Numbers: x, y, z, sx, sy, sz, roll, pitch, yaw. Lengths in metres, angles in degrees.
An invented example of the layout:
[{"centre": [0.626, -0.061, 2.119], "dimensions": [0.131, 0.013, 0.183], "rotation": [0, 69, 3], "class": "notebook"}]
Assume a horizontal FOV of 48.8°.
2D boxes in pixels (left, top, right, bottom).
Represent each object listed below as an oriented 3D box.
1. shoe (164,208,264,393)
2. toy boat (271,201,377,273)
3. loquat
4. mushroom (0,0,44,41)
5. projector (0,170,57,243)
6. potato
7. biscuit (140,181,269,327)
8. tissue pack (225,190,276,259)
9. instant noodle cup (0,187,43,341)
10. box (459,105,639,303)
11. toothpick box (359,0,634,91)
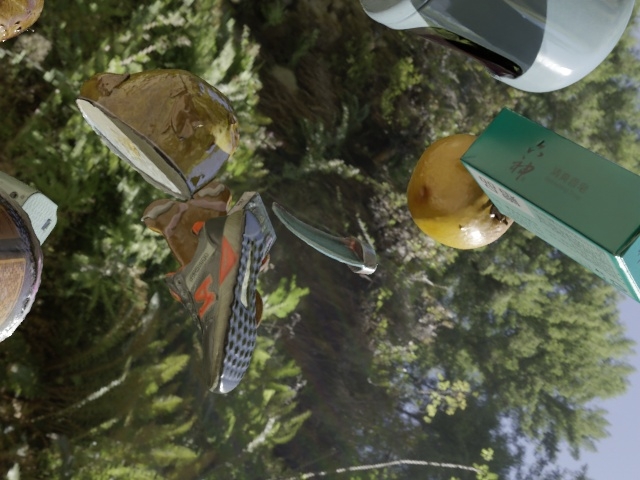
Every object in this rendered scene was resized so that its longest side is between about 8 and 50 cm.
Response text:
[{"centre": [-0.211, 0.105, 1.292], "dimensions": [0.171, 0.132, 0.336], "rotation": [1, -104, 17], "class": "shoe"}, {"centre": [-0.001, 0.000, 0.780], "dimensions": [0.034, 0.122, 0.096], "rotation": [-64, -160, 10], "class": "toy boat"}, {"centre": [0.257, -0.087, 1.261], "dimensions": [0.208, 0.208, 0.208], "rotation": [-26, -133, 31], "class": "loquat"}, {"centre": [-0.675, -0.443, 1.358], "dimensions": [0.297, 0.163, 0.278], "rotation": [-32, -141, -21], "class": "mushroom"}, {"centre": [-0.614, -0.009, 1.226], "dimensions": [0.198, 0.108, 0.250], "rotation": [26, -105, 21], "class": "projector"}, {"centre": [-0.285, -0.225, 1.317], "dimensions": [0.300, 0.246, 0.196], "rotation": [31, -111, 23], "class": "potato"}, {"centre": [-0.279, 0.058, 1.873], "dimensions": [0.283, 0.064, 0.431], "rotation": [-22, -96, -7], "class": "biscuit"}, {"centre": [-0.174, -0.032, 1.775], "dimensions": [0.051, 0.156, 0.112], "rotation": [0, -141, 30], "class": "tissue pack"}, {"centre": [-0.417, 0.029, 0.702], "dimensions": [0.217, 0.217, 0.207], "rotation": [-57, -176, -3], "class": "instant noodle cup"}, {"centre": [0.303, -0.045, 0.845], "dimensions": [0.092, 0.153, 0.245], "rotation": [-49, -132, 1], "class": "box"}, {"centre": [0.258, -0.346, 0.923], "dimensions": [0.263, 0.355, 0.262], "rotation": [-38, -137, 47], "class": "toothpick box"}]
